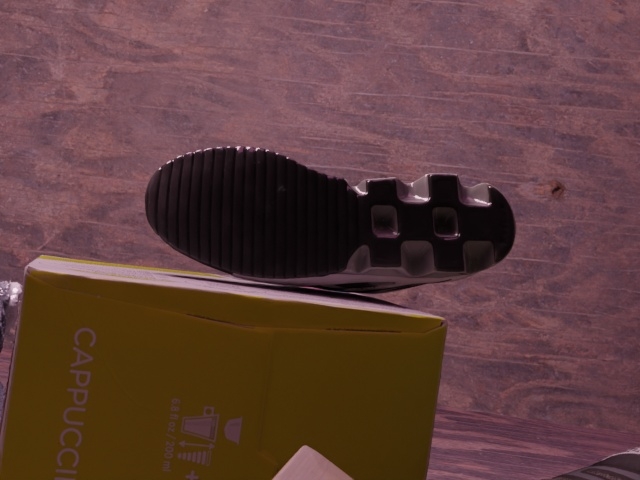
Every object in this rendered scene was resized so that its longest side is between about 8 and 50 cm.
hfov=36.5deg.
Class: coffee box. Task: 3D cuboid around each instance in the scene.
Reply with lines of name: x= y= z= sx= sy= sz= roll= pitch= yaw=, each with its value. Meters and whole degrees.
coffee box: x=-0.118 y=0.200 z=0.884 sx=0.338 sy=0.337 sz=0.334 roll=8 pitch=-1 yaw=-14

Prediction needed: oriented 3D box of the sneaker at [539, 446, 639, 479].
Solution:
sneaker: x=0.185 y=0.277 z=0.488 sx=0.202 sy=0.185 sz=0.483 roll=-12 pitch=18 yaw=14

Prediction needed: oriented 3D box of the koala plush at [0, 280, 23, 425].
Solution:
koala plush: x=-0.431 y=0.140 z=1.139 sx=0.203 sy=0.221 sz=0.196 roll=-11 pitch=-16 yaw=41

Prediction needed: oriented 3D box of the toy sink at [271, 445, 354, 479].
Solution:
toy sink: x=0.035 y=0.221 z=0.396 sx=0.234 sy=0.152 sz=0.131 roll=35 pitch=1 yaw=8

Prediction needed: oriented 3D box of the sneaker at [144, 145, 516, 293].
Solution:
sneaker: x=0.000 y=0.000 z=0.908 sx=0.331 sy=0.122 sz=0.146 roll=8 pitch=-18 yaw=-10
